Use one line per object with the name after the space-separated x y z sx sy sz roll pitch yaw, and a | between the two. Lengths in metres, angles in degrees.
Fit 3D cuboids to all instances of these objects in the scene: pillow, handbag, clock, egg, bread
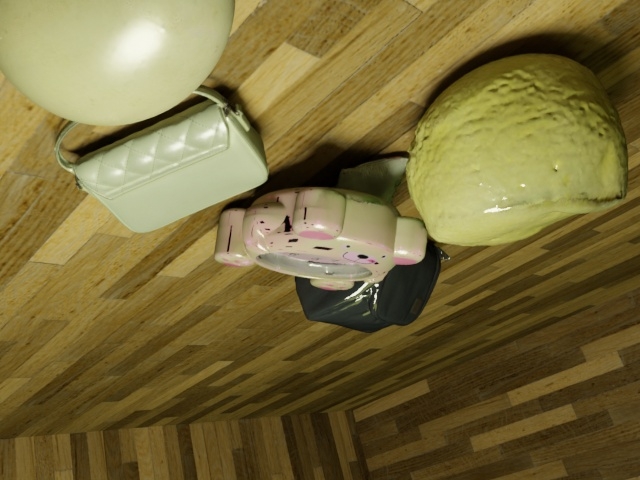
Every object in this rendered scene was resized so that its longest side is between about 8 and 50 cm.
0.077 -0.073 1.145 0.128 0.050 0.229 -10 154 -16 | pillow
0.132 0.101 1.394 0.275 0.177 0.302 -26 154 23 | handbag
0.000 0.000 1.061 0.284 0.114 0.310 18 163 -30 | clock
-0.213 -0.121 0.855 0.256 0.079 0.219 -21 144 12 | handbag
-0.176 -0.195 0.538 0.254 0.188 0.189 -2 169 41 | egg
0.289 -0.124 0.950 0.321 0.237 0.320 -9 164 -3 | bread
